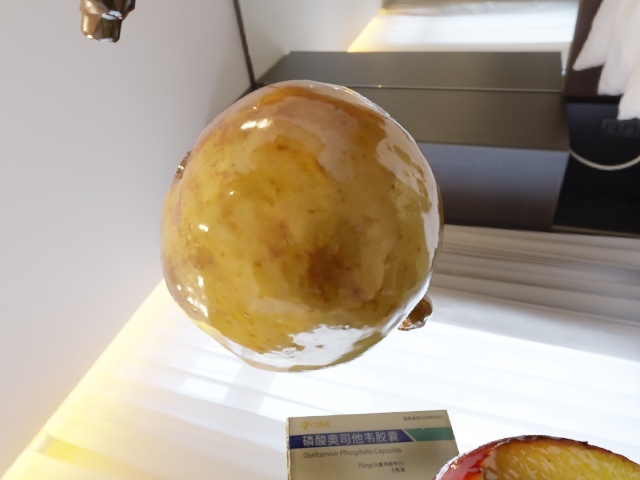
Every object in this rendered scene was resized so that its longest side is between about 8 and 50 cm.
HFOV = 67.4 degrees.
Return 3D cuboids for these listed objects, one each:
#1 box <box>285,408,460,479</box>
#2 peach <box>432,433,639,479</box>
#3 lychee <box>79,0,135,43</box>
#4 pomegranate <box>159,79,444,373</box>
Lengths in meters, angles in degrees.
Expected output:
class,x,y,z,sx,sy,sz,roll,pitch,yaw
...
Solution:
class,x,y,z,sx,sy,sz,roll,pitch,yaw
box,0.105,0.443,0.938,0.200,0.343,0.065,-98,9,-46
peach,0.270,0.337,0.473,0.281,0.338,0.281,36,-134,-49
lychee,-0.104,-0.250,0.222,0.276,0.275,0.304,-55,-14,-53
pomegranate,0.000,0.000,0.644,0.410,0.410,0.410,8,-90,-71
